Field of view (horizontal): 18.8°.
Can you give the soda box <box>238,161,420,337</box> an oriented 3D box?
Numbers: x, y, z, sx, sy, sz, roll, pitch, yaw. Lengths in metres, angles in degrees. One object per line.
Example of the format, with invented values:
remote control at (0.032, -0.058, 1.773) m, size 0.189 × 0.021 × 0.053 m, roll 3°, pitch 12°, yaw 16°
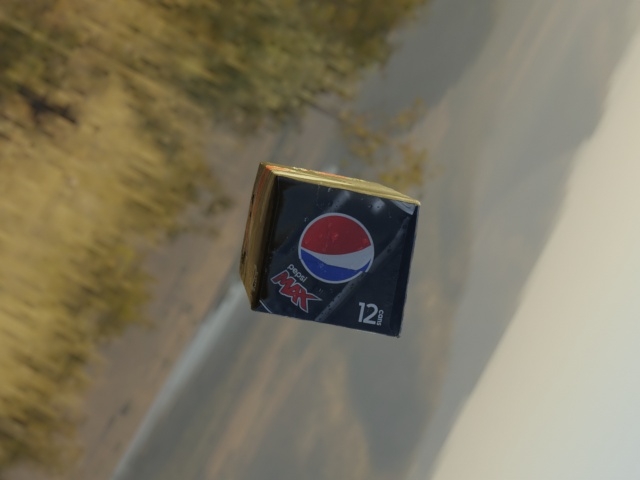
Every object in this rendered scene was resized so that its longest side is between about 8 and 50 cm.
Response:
soda box at (0.000, 0.000, 0.796) m, size 0.169 × 0.060 × 0.053 m, roll -140°, pitch -119°, yaw -84°
